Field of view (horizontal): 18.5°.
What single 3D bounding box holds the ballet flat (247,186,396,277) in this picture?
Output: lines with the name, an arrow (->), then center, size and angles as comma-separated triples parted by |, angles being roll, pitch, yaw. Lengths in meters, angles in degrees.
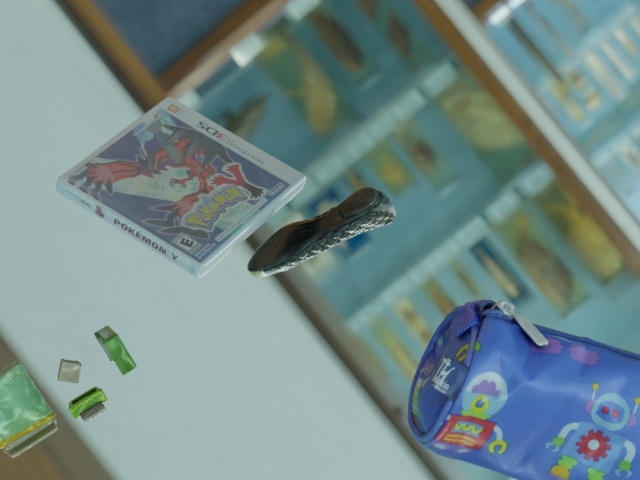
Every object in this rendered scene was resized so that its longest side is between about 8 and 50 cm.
ballet flat -> 0.000, 0.000, 2.069 | 0.173, 0.049, 0.057 | -26, -140, 18

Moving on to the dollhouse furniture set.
dollhouse furniture set -> -0.245, 0.139, 1.811 | 0.151, 0.076, 0.058 | -31, -165, -9

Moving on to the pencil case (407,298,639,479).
pencil case -> 0.219, 0.132, 1.500 | 0.119, 0.306, 0.133 | -92, -160, -62

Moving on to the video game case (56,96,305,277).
video game case -> -0.142, -0.060, 2.036 | 0.201, 0.183, 0.023 | -43, 158, -45
